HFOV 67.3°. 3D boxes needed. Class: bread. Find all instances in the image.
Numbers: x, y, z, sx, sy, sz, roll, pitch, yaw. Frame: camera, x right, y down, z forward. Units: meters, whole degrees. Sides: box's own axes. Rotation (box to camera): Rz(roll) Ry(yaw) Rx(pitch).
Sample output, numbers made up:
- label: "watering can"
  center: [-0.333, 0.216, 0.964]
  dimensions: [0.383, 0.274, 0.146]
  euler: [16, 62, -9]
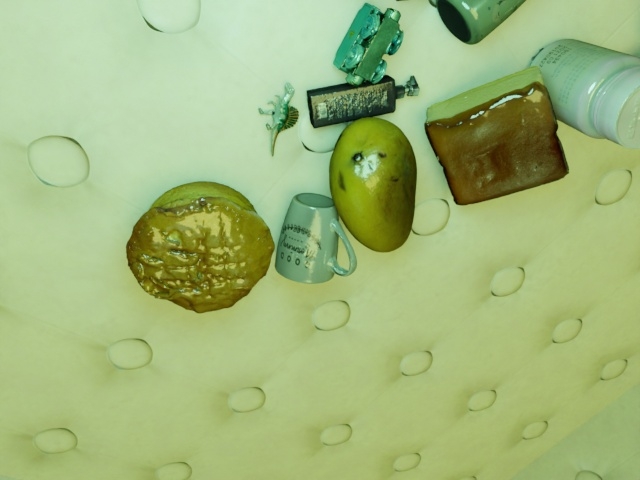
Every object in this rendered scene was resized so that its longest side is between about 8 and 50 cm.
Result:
- label: "bread"
  center: [-0.332, 0.014, 1.357]
  dimensions: [0.398, 0.215, 0.398]
  euler: [-6, 123, -10]
- label: "bread"
  center: [0.496, -0.280, 1.372]
  dimensions: [0.333, 0.143, 0.324]
  euler: [-16, 129, 28]

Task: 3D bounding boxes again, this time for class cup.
- label: "cup"
  center: [0.000, 0.000, 1.426]
  dimensions: [0.186, 0.258, 0.234]
  euler: [-27, 134, -55]

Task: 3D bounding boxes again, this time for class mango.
- label: "mango"
  center: [0.163, -0.140, 1.374]
  dimensions: [0.220, 0.301, 0.445]
  euler: [10, 148, 26]

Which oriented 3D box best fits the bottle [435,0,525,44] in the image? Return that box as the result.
- label: "bottle"
  center: [0.463, -0.654, 1.180]
  dimensions: [0.347, 0.168, 0.168]
  euler: [-39, 123, 5]

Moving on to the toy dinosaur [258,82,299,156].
- label: "toy dinosaur"
  center: [-0.104, -0.328, 1.307]
  dimensions: [0.106, 0.044, 0.187]
  euler: [-25, 125, -17]

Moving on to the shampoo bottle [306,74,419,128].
- label: "shampoo bottle"
  center: [0.120, -0.385, 1.309]
  dimensions: [0.309, 0.071, 0.098]
  euler: [-13, 123, -7]

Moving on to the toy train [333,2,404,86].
- label: "toy train"
  center: [0.119, -0.486, 1.195]
  dimensions: [0.107, 0.154, 0.198]
  euler: [19, 116, -29]

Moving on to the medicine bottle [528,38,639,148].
- label: "medicine bottle"
  center: [0.735, -0.398, 1.284]
  dimensions: [0.213, 0.379, 0.214]
  euler: [-7, 124, -10]
